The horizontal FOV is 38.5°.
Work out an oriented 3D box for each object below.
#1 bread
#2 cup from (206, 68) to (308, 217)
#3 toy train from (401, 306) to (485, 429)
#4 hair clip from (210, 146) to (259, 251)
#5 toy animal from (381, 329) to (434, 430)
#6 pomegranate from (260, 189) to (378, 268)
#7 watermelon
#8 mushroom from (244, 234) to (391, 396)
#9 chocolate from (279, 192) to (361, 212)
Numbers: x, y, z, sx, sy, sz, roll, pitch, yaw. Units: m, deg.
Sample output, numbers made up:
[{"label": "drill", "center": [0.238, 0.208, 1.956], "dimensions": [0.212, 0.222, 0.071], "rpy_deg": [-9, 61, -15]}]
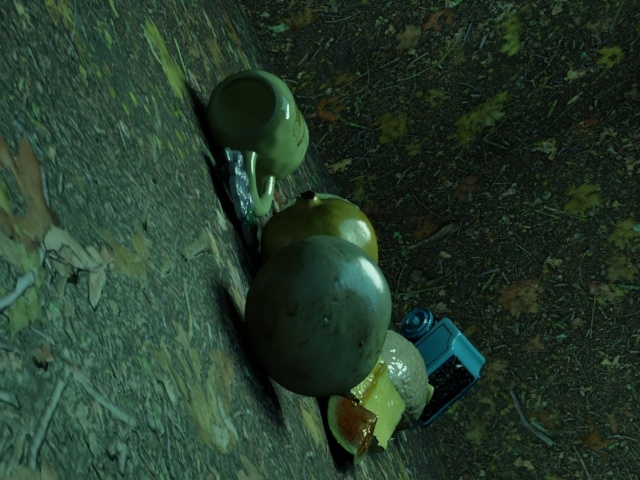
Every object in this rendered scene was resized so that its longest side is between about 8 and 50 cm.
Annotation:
[{"label": "bread", "center": [0.096, 0.282, 1.768], "dimensions": [0.240, 0.135, 0.178], "rpy_deg": [66, -12, -12]}, {"label": "cup", "center": [-0.139, -0.188, 1.782], "dimensions": [0.173, 0.255, 0.202], "rpy_deg": [24, -10, 17]}, {"label": "toy train", "center": [0.277, 0.355, 2.536], "dimensions": [0.188, 0.300, 0.265], "rpy_deg": [46, 2, -31]}, {"label": "hair clip", "center": [-0.149, -0.069, 1.631], "dimensions": [0.124, 0.052, 0.195], "rpy_deg": [-65, 140, -71]}, {"label": "toy animal", "center": [0.150, 0.316, 2.060], "dimensions": [0.227, 0.188, 0.358], "rpy_deg": [61, 6, 2]}, {"label": "pomegranate", "center": [-0.003, 0.029, 1.650], "dimensions": [0.233, 0.233, 0.233], "rpy_deg": [-23, 90, -84]}, {"label": "watermelon", "center": [0.058, 0.331, 1.654], "dimensions": [0.135, 0.094, 0.125], "rpy_deg": [63, 14, 16]}, {"label": "mushroom", "center": [-0.021, 0.115, 1.401], "dimensions": [0.243, 0.243, 0.244], "rpy_deg": [-23, 90, -84]}, {"label": "chocolate", "center": [-0.001, 0.007, 2.113], "dimensions": [0.221, 0.221, 0.147], "rpy_deg": [-106, -165, -53]}]
